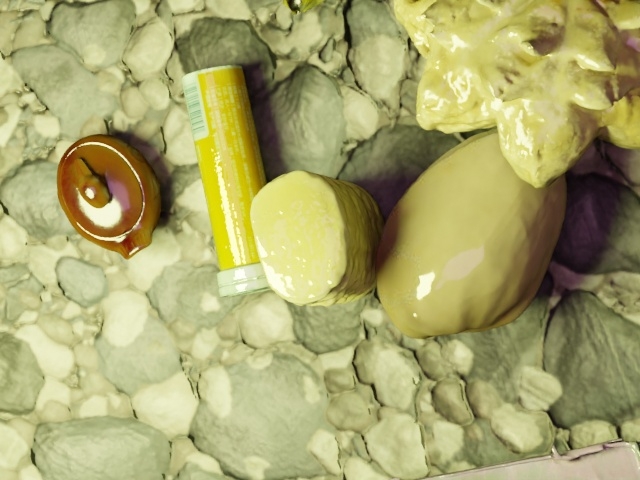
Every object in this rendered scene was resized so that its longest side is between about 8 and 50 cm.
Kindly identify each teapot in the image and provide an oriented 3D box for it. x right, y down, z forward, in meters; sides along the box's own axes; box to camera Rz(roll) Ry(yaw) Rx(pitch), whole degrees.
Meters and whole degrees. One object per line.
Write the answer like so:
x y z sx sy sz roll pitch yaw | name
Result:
-0.207 -0.042 1.588 0.098 0.078 0.129 -31 86 11 | teapot

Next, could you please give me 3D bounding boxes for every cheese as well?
0.000 0.000 1.502 0.094 0.167 0.123 -7 87 16 | cheese

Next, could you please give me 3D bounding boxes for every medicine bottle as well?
-0.083 -0.057 1.567 0.074 0.074 0.218 -12 88 12 | medicine bottle

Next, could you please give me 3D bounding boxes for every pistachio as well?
0.143 -0.003 1.492 0.152 0.126 0.223 39 92 -3 | pistachio

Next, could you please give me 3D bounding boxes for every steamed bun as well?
0.207 -0.195 1.430 0.296 0.137 0.292 16 72 9 | steamed bun

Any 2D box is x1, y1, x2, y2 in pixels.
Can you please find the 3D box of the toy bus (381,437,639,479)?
0.171 0.269 1.510 0.317 0.112 0.138 -13 79 11 | toy bus

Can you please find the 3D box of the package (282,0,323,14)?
0.046 -0.319 1.510 0.226 0.090 0.168 -29 56 13 | package
